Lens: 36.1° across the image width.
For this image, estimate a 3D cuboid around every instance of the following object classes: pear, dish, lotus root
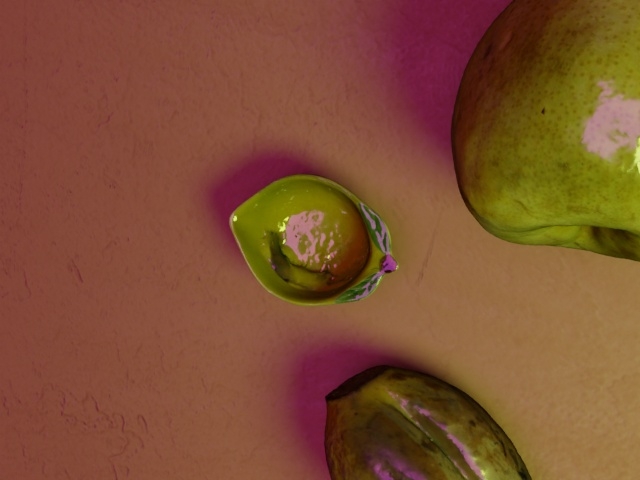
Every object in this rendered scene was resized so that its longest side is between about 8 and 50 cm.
[{"bbox_3d":[0.274,-0.130,0.929,0.303,0.304,0.304,2,97,17],"label":"pear"},{"bbox_3d":[0.000,0.000,1.136,0.207,0.080,0.149,19,98,15],"label":"dish"},{"bbox_3d":[0.126,0.261,1.082,0.193,0.193,0.291,-43,80,17],"label":"lotus root"}]
